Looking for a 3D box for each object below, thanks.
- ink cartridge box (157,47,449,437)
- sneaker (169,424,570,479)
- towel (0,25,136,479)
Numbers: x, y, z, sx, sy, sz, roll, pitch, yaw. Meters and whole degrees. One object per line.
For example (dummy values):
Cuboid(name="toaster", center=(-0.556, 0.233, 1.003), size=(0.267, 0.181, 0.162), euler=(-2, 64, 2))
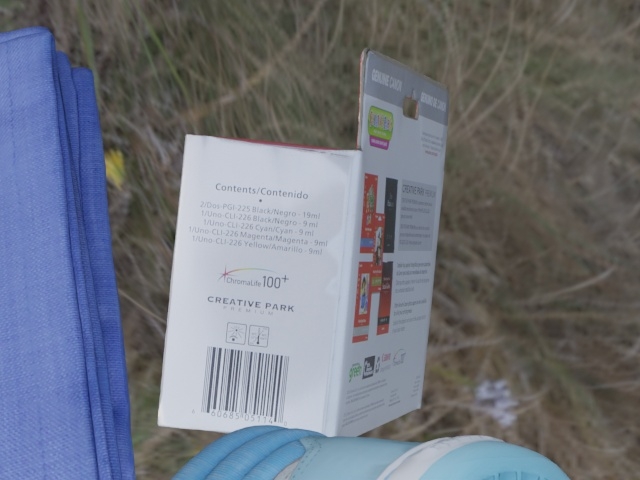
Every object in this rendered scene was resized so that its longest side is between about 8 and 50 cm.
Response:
Cuboid(name="ink cartridge box", center=(0.000, 0.000, 1.279), size=(0.130, 0.309, 0.272), euler=(6, 90, 14))
Cuboid(name="sneaker", center=(0.000, 0.222, 0.674), size=(0.127, 0.208, 0.319), euler=(5, 92, -40))
Cuboid(name="towel", center=(-0.237, 0.052, 0.633), size=(0.336, 0.040, 0.243), euler=(-15, 54, 3))
